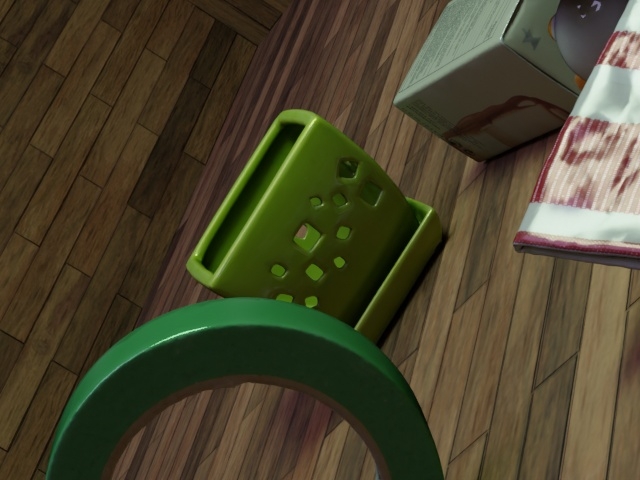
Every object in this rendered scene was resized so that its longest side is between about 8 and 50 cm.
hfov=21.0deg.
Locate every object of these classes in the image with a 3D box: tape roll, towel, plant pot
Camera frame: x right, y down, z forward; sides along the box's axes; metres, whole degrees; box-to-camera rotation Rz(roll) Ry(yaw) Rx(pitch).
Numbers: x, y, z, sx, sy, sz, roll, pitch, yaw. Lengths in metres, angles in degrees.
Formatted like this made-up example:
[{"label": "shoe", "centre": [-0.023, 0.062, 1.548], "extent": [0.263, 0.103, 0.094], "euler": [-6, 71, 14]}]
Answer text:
[{"label": "tape roll", "centre": [-0.062, 0.209, 1.395], "extent": [0.321, 0.321, 0.077], "euler": [-56, 12, 10]}, {"label": "towel", "centre": [0.291, -0.124, 1.264], "extent": [0.237, 0.037, 0.329], "euler": [8, 63, 48]}, {"label": "plant pot", "centre": [0.000, 0.000, 1.958], "extent": [0.227, 0.207, 0.228], "euler": [-58, 11, -1]}]

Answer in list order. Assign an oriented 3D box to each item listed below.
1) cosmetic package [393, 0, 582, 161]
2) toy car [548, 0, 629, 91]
[{"label": "cosmetic package", "centre": [0.208, -0.197, 1.808], "extent": [0.153, 0.129, 0.296], "euler": [-60, 11, -15]}, {"label": "toy car", "centre": [0.236, -0.215, 1.514], "extent": [0.210, 0.238, 0.219], "euler": [2, 26, 33]}]
